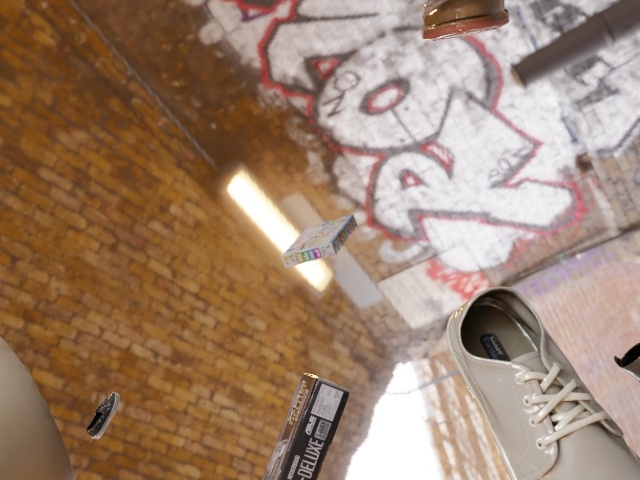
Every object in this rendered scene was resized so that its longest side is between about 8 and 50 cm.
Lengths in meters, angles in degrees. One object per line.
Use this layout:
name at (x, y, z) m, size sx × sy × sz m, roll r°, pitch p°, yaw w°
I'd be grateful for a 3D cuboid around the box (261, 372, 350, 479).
box at (-0.043, 0.426, 1.727) m, size 0.077 × 0.307 × 0.242 m, roll 22°, pitch 172°, yaw -5°

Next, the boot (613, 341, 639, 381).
boot at (0.523, 0.163, 1.178) m, size 0.137 × 0.198 × 0.077 m, roll 40°, pitch -149°, yaw -7°

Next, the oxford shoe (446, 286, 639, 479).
oxford shoe at (0.314, 0.239, 1.174) m, size 0.130 × 0.169 × 0.449 m, roll 88°, pitch 157°, yaw -52°

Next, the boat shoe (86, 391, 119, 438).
boat shoe at (-0.596, 0.474, 2.341) m, size 0.040 × 0.049 × 0.142 m, roll 52°, pitch -137°, yaw -37°

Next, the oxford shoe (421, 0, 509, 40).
oxford shoe at (0.197, -0.368, 1.209) m, size 0.348 × 0.123 × 0.130 m, roll -70°, pitch -29°, yaw -63°

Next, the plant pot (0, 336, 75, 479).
plant pot at (-0.456, 0.269, 1.052) m, size 0.191 × 0.284 × 0.284 m, roll -25°, pitch -91°, yaw -37°

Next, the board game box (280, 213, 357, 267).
board game box at (0.000, 0.000, 1.592) m, size 0.026 × 0.103 × 0.154 m, roll 69°, pitch -156°, yaw -14°
